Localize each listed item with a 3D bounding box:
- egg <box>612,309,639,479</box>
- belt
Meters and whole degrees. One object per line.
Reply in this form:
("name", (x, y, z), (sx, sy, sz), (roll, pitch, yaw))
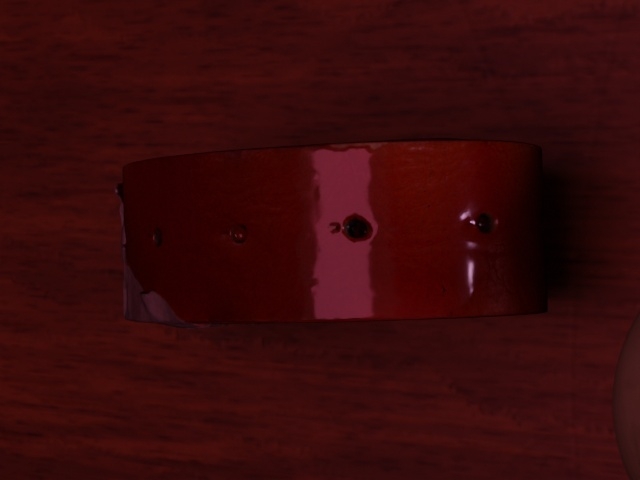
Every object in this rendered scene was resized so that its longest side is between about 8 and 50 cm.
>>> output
("egg", (0.280, 0.087, 0.971), (0.269, 0.219, 0.219), (-7, 87, 63))
("belt", (0.000, 0.000, 1.149), (0.324, 0.227, 0.115), (-2, 87, 45))
